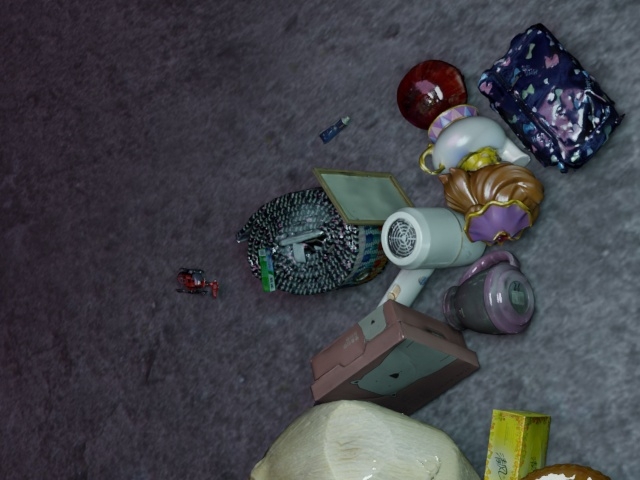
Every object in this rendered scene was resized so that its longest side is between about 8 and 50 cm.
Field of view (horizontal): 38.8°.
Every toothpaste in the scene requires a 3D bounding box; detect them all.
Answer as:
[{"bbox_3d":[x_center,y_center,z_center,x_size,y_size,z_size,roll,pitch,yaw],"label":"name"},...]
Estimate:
[{"bbox_3d":[-0.101,0.055,1.720,0.020,0.017,0.083,-2,98,38],"label":"toothpaste"},{"bbox_3d":[0.029,-0.228,1.850,0.083,0.019,0.027,-36,78,33],"label":"toothpaste"}]

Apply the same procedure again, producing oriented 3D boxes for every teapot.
[{"bbox_3d":[0.273,0.090,1.529,0.146,0.116,0.148,-17,75,47],"label":"teapot"}]

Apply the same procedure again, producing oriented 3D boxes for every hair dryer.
[{"bbox_3d":[0.142,0.093,1.621,0.107,0.173,0.357,50,126,35],"label":"hair dryer"}]

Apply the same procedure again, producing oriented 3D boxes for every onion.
[{"bbox_3d":[0.205,-0.262,1.648,0.131,0.131,0.131,-9,76,38],"label":"onion"}]

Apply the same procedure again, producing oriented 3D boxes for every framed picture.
[{"bbox_3d":[0.090,-0.078,1.653,0.010,0.201,0.136,-54,53,34],"label":"framed picture"}]

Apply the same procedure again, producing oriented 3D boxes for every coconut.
[{"bbox_3d":[0.054,0.422,1.448,0.346,0.360,0.346,-160,90,-83],"label":"coconut"}]

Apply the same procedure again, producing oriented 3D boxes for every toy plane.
[{"bbox_3d":[-0.276,0.094,2.023,0.145,0.037,0.060,7,89,41],"label":"toy plane"}]

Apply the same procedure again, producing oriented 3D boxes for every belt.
[{"bbox_3d":[0.000,0.000,1.741,0.295,0.160,0.207,-19,86,41],"label":"belt"}]

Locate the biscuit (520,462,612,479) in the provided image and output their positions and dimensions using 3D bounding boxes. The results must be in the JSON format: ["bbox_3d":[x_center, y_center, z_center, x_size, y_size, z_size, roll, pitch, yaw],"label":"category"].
[{"bbox_3d":[0.370,0.441,1.352,0.220,0.066,0.220,-1,82,9],"label":"biscuit"}]

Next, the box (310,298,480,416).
[{"bbox_3d":[0.124,0.213,1.563,0.215,0.215,0.086,-40,46,28],"label":"box"}]

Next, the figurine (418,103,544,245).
[{"bbox_3d":[0.276,-0.104,1.535,0.189,0.142,0.263,-16,56,-10],"label":"figurine"}]

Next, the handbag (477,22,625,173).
[{"bbox_3d":[0.376,-0.230,1.507,0.162,0.113,0.260,-45,56,18],"label":"handbag"}]

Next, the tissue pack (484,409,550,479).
[{"bbox_3d":[0.313,0.361,1.451,0.062,0.095,0.176,6,84,41],"label":"tissue pack"}]

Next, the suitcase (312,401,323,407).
[{"bbox_3d":[0.040,0.301,1.709,0.086,0.059,0.126,36,104,39],"label":"suitcase"}]
